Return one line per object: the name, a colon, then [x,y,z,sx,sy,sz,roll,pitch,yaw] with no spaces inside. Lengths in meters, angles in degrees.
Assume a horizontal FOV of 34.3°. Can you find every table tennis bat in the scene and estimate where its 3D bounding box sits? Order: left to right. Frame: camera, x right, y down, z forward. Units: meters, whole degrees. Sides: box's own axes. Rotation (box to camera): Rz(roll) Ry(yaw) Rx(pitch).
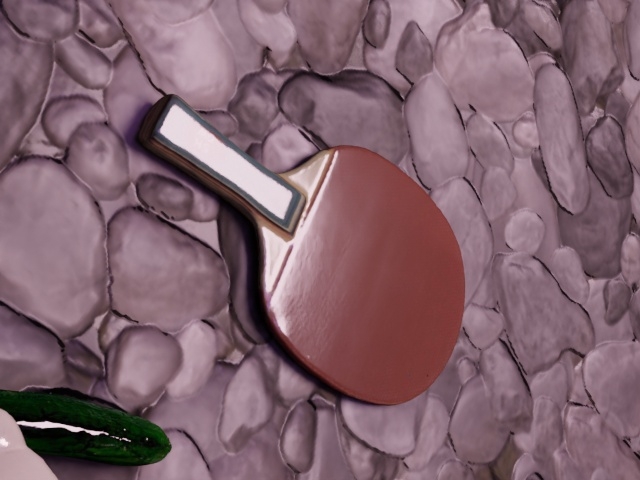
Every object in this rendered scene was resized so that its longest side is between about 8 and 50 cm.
table tennis bat: [0.000,0.000,0.648,0.274,0.021,0.154,37,64,-32]

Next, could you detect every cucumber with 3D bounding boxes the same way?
cucumber: [-0.151,0.090,0.510,0.184,0.033,0.036,14,51,-37]

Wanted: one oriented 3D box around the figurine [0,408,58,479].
figurine: [-0.203,0.183,0.405,0.235,0.127,0.155,-25,116,-34]
